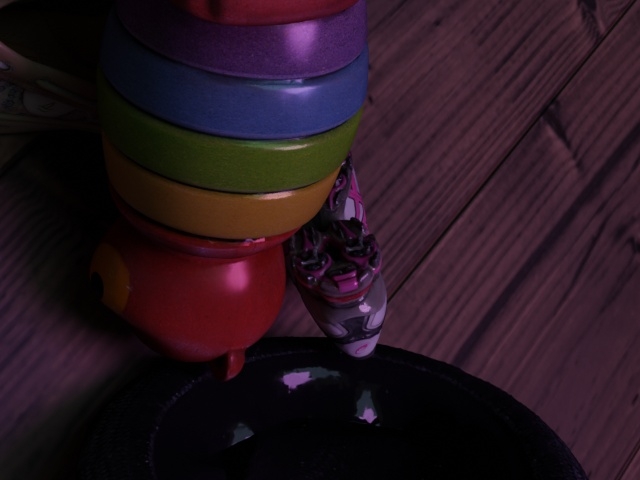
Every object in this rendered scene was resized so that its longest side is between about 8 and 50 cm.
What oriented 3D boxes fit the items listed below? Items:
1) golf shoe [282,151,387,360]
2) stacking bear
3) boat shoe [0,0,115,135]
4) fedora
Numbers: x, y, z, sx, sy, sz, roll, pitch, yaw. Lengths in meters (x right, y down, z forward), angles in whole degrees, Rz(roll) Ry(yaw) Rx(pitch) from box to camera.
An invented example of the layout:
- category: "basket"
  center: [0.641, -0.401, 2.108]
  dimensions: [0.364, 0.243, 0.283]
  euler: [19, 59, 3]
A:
- category: "golf shoe"
  center: [0.000, 0.000, 1.128]
  dimensions: [0.186, 0.067, 0.086]
  euler: [-104, -178, -50]
- category: "stacking bear"
  center: [-0.062, -0.057, 0.988]
  dimensions: [0.164, 0.175, 0.289]
  euler: [-12, 129, -33]
- category: "boat shoe"
  center: [-0.112, -0.113, 1.070]
  dimensions: [0.285, 0.089, 0.105]
  euler: [-10, 85, -42]
- category: "fedora"
  center: [0.003, 0.189, 1.020]
  dimensions: [0.334, 0.334, 0.153]
  euler: [-12, 122, -42]
